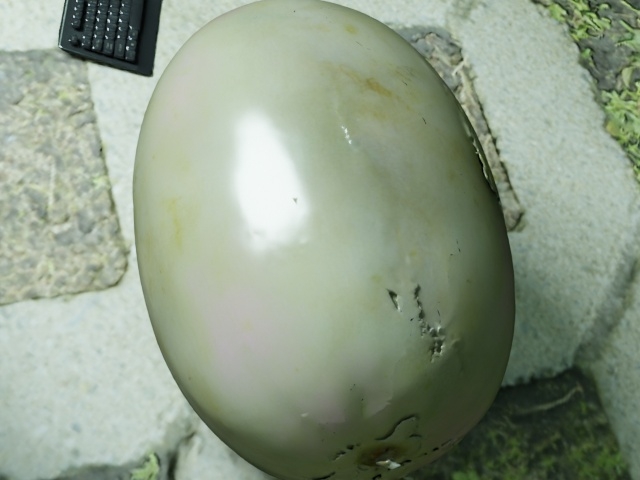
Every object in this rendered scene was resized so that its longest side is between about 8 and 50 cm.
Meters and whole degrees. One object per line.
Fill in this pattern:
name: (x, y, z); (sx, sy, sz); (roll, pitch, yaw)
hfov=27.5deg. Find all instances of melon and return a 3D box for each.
melon: (0.000, 0.000, 0.794); (0.223, 0.223, 0.317); (-3, 58, -24)

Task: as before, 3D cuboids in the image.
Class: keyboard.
keyboard: (-0.155, -0.210, 1.013); (0.074, 0.015, 0.196); (13, 52, -14)
